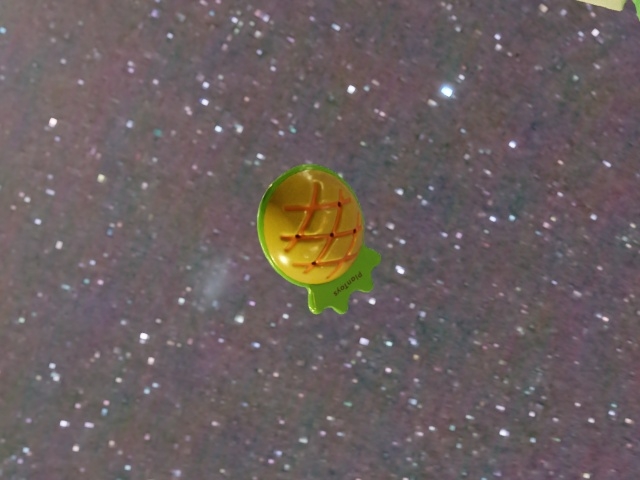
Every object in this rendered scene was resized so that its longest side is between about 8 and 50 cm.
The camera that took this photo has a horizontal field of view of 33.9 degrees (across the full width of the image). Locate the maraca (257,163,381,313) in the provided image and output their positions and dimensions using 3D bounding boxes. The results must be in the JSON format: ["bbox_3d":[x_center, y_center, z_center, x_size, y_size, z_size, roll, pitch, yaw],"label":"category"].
[{"bbox_3d":[0.000,0.000,1.188,0.127,0.185,0.099,-38,-153,-13],"label":"maraca"}]

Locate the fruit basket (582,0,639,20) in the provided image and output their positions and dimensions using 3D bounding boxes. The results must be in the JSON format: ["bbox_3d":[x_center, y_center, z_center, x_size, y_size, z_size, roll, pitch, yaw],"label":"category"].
[{"bbox_3d":[0.298,-0.204,0.463,0.353,0.327,0.165,118,-25,-61],"label":"fruit basket"}]
